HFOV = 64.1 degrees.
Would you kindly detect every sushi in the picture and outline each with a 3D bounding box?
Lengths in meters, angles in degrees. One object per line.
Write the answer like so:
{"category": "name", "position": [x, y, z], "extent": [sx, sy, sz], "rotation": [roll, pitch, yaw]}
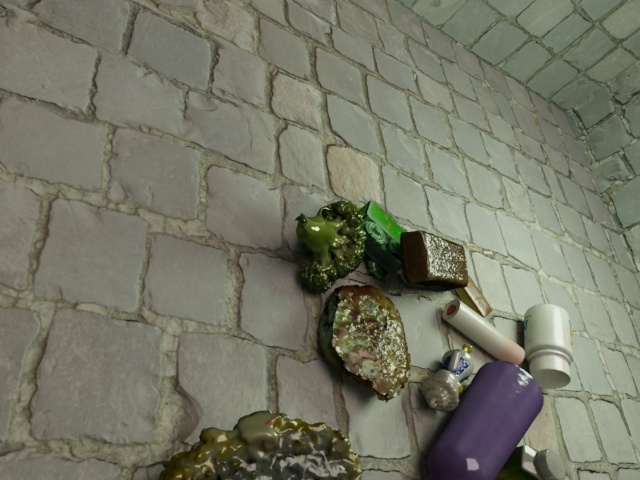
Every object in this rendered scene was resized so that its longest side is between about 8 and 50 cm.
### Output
{"category": "sushi", "position": [-0.111, 0.506, 0.941], "extent": [0.397, 0.240, 0.351], "rotation": [-4, 66, -18]}

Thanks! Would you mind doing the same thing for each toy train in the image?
{"category": "toy train", "position": [0.191, 0.000, 1.680], "extent": [0.243, 0.132, 0.188], "rotation": [41, 37, -12]}

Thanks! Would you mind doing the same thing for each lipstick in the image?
{"category": "lipstick", "position": [0.574, 0.329, 1.794], "extent": [0.327, 0.087, 0.087], "rotation": [37, 45, -15]}

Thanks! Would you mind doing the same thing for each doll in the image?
{"category": "doll", "position": [0.400, 0.420, 1.569], "extent": [0.293, 0.119, 0.138], "rotation": [-31, 127, -48]}

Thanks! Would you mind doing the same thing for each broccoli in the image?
{"category": "broccoli", "position": [-0.003, 0.018, 1.481], "extent": [0.302, 0.186, 0.254], "rotation": [-13, 111, -44]}

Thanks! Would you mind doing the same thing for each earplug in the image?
{"category": "earplug", "position": [0.463, 0.554, 1.470], "extent": [0.456, 0.215, 0.215], "rotation": [-31, 84, -44]}

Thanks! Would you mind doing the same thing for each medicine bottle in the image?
{"category": "medicine bottle", "position": [0.856, 0.395, 1.922], "extent": [0.170, 0.170, 0.293], "rotation": [35, 44, -16]}
{"category": "medicine bottle", "position": [0.617, 0.679, 1.515], "extent": [0.132, 0.188, 0.088], "rotation": [43, 43, -8]}

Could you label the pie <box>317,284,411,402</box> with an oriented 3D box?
{"category": "pie", "position": [0.136, 0.281, 1.456], "extent": [0.288, 0.103, 0.354], "rotation": [28, 43, -21]}

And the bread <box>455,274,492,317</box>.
{"category": "bread", "position": [0.545, 0.185, 1.898], "extent": [0.088, 0.049, 0.226], "rotation": [-20, 75, -45]}

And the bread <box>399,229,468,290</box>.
{"category": "bread", "position": [0.380, 0.073, 1.690], "extent": [0.416, 0.113, 0.165], "rotation": [15, 66, -57]}
